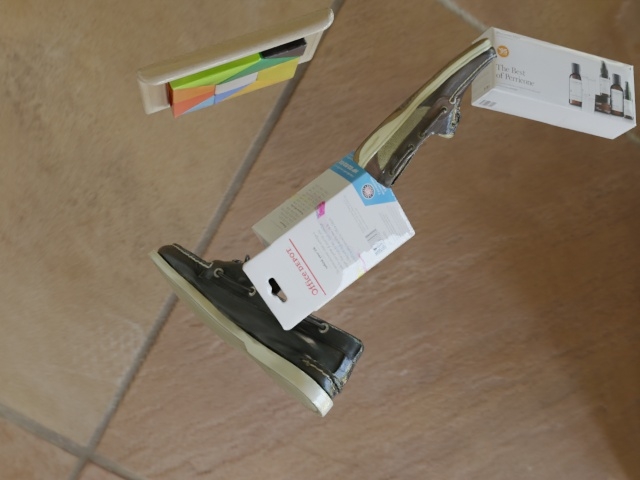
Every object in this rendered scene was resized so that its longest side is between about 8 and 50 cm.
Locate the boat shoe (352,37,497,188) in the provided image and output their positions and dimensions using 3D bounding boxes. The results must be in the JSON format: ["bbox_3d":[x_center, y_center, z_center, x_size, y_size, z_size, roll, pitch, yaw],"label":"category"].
[{"bbox_3d":[0.095,-0.106,0.883,0.152,0.056,0.049,-43,90,20],"label":"boat shoe"}]

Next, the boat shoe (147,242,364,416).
[{"bbox_3d":[-0.080,0.079,1.297,0.113,0.340,0.127,-46,139,-13],"label":"boat shoe"}]

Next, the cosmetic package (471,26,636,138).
[{"bbox_3d":[0.329,-0.219,1.468,0.239,0.060,0.099,10,69,-21],"label":"cosmetic package"}]

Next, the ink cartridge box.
[{"bbox_3d":[0.000,0.000,1.140,0.181,0.061,0.104,-37,121,-9],"label":"ink cartridge box"}]

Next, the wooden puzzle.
[{"bbox_3d":[-0.100,-0.196,1.207,0.221,0.238,0.044,-20,93,-8],"label":"wooden puzzle"}]
